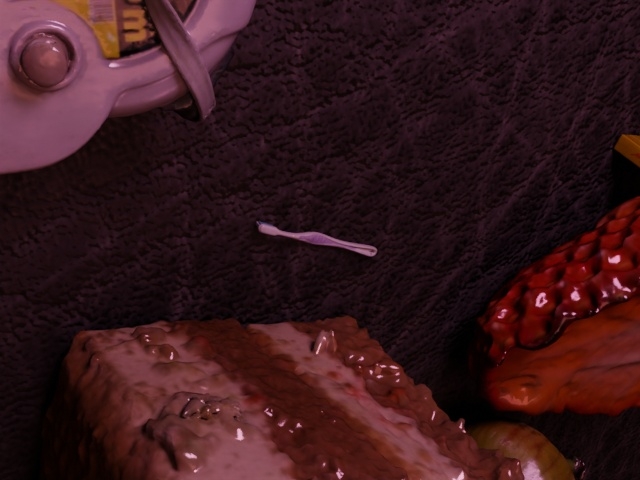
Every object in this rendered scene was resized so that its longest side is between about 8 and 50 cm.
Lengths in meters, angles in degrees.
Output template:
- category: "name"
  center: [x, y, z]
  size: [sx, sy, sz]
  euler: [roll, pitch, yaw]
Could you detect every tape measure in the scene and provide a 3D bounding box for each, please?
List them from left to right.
- category: "tape measure"
  center: [-0.132, -0.163, 0.442]
  size: [0.197, 0.120, 0.236]
  euler: [-9, 120, -22]

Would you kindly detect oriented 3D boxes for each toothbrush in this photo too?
- category: "toothbrush"
  center: [0.000, 0.000, 0.665]
  size: [0.131, 0.013, 0.011]
  euler: [13, 114, -36]

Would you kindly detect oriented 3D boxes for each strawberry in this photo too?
- category: "strawberry"
  center: [0.298, 0.061, 0.803]
  size: [0.336, 0.149, 0.265]
  euler: [-13, 139, -15]

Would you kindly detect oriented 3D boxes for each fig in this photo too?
- category: "fig"
  center: [0.233, 0.255, 0.868]
  size: [0.259, 0.151, 0.151]
  euler: [-12, 119, -55]

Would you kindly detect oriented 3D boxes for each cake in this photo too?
- category: "cake"
  center: [-0.048, 0.217, 0.581]
  size: [0.290, 0.255, 0.282]
  euler: [6, 106, -38]

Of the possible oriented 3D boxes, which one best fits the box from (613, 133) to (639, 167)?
- category: "box"
  center: [0.400, -0.081, 0.830]
  size: [0.155, 0.087, 0.023]
  euler: [1, 129, -32]
